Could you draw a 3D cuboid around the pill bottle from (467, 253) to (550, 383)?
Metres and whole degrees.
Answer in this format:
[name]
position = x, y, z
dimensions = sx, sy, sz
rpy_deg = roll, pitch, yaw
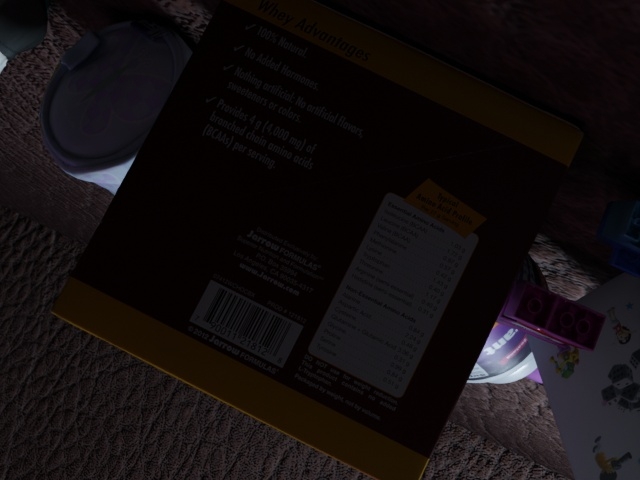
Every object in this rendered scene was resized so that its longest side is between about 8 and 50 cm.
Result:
[pill bottle]
position = 0.099, 0.037, 0.797
dimensions = 0.108, 0.108, 0.193
rpy_deg = 22, 170, 32

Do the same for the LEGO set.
[LEGO set]
position = 0.196, 0.039, 0.622
dimensions = 0.227, 0.087, 0.093
rpy_deg = 23, 175, -15

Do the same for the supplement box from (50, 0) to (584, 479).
[supplement box]
position = 0.000, 0.000, 0.599
dimensions = 0.191, 0.194, 0.129
rpy_deg = 27, 171, 4

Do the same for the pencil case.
[pencil case]
position = -0.080, -0.048, 0.827
dimensions = 0.124, 0.113, 0.273
rpy_deg = 33, 176, 37

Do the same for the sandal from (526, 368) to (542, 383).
[sandal]
position = 0.062, 0.062, 1.055
dimensions = 0.416, 0.102, 0.169
rpy_deg = 22, 169, 29

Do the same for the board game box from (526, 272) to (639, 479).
[board game box]
position = 0.260, 0.196, 0.716
dimensions = 0.224, 0.097, 0.303
rpy_deg = 34, -148, -39

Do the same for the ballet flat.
[ballet flat]
position = -0.261, -0.148, 0.837
dimensions = 0.095, 0.096, 0.280
rpy_deg = 31, 170, -17
